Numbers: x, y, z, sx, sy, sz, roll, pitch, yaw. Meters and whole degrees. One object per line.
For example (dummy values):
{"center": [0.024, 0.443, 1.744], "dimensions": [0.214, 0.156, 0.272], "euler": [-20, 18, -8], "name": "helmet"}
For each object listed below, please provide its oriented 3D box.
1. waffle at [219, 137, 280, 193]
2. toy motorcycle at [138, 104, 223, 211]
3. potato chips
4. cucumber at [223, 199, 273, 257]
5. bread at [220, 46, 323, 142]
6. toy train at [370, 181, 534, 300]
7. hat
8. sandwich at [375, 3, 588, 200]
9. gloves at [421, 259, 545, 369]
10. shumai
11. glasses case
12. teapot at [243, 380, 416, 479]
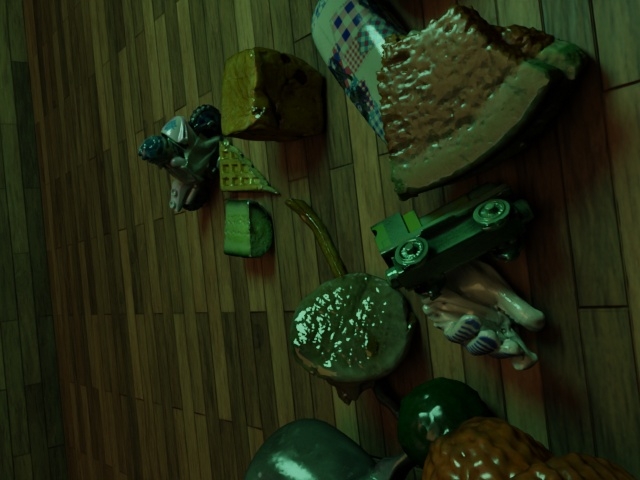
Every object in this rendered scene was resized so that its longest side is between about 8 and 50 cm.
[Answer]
{"center": [-0.146, -0.155, 1.311], "dimensions": [0.191, 0.032, 0.125], "euler": [3, 94, 49], "name": "waffle"}
{"center": [-0.310, -0.171, 1.371], "dimensions": [0.108, 0.204, 0.239], "euler": [11, 106, 39], "name": "toy motorcycle"}
{"center": [0.000, 0.000, 1.140], "dimensions": [0.204, 0.037, 0.026], "euler": [58, 144, 23], "name": "potato chips"}
{"center": [-0.147, -0.023, 1.296], "dimensions": [0.115, 0.062, 0.116], "euler": [4, 89, 49], "name": "cucumber"}
{"center": [-0.092, -0.252, 1.138], "dimensions": [0.158, 0.149, 0.143], "euler": [7, 96, 51], "name": "bread"}
{"center": [0.168, -0.011, 0.831], "dimensions": [0.200, 0.083, 0.132], "euler": [-26, 36, 8], "name": "toy train"}
{"center": [0.222, 0.288, 0.737], "dimensions": [0.400, 0.286, 0.285], "euler": [59, 136, 44], "name": "hat"}
{"center": [0.173, -0.174, 0.789], "dimensions": [0.292, 0.109, 0.212], "euler": [-14, 101, 33], "name": "sandwich"}
{"center": [0.205, 0.087, 0.844], "dimensions": [0.119, 0.097, 0.229], "euler": [-35, 38, 3], "name": "gloves"}
{"center": [0.057, 0.158, 1.025], "dimensions": [0.201, 0.201, 0.120], "euler": [56, 174, 31], "name": "shumai"}
{"center": [0.084, -0.270, 0.969], "dimensions": [0.327, 0.076, 0.125], "euler": [59, 135, 27], "name": "glasses case"}
{"center": [0.063, 0.402, 1.017], "dimensions": [0.285, 0.305, 0.223], "euler": [14, 141, 43], "name": "teapot"}
